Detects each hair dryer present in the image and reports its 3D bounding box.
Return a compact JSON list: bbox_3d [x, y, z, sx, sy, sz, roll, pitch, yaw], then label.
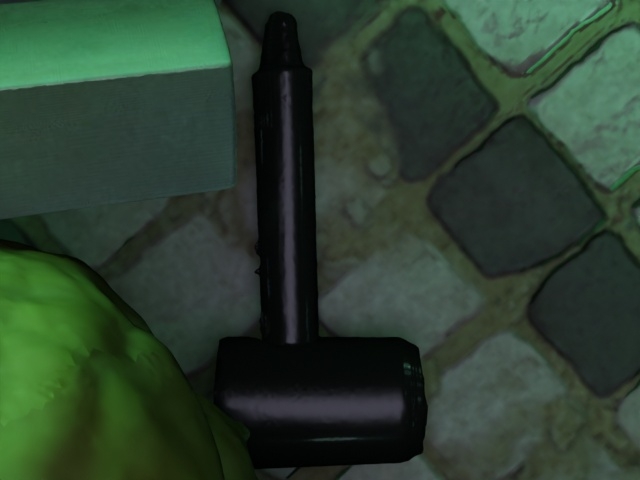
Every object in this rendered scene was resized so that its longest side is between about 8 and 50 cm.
[{"bbox_3d":[-0.002,0.000,0.974,0.114,0.070,0.248,-1,89,-2],"label":"hair dryer"}]

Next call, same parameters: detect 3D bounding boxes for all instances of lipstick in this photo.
[{"bbox_3d":[-0.226,-0.051,0.815,0.371,0.076,0.080,-8,130,-9],"label":"lipstick"}]

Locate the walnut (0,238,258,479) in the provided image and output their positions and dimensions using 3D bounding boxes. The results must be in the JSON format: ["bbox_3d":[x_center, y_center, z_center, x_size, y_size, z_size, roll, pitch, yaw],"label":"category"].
[{"bbox_3d":[-0.173,0.183,0.823,0.383,0.383,0.384,0,97,-3],"label":"walnut"}]

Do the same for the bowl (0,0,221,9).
[{"bbox_3d":[-0.217,-0.186,0.857,0.345,0.157,0.345,-7,131,-8],"label":"bowl"}]
